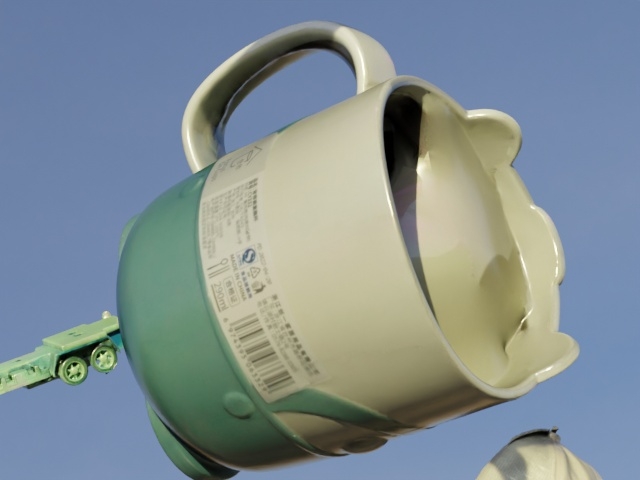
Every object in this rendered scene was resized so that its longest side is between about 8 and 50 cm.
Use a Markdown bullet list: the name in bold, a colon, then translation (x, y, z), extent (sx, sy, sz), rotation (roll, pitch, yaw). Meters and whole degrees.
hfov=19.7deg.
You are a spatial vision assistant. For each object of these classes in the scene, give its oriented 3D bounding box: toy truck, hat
- **toy truck**: translation (-0.231, 0.081, 1.408), extent (0.175, 0.081, 0.067), rotation (-20, 11, -23)
- **hat**: translation (0.249, 0.303, 1.739), extent (0.164, 0.226, 0.219), rotation (-53, -31, 3)

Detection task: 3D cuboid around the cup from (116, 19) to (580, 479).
- **cup**: translation (0.000, 0.000, 1.222), extent (0.257, 0.290, 0.219), rotation (-22, -18, 28)
